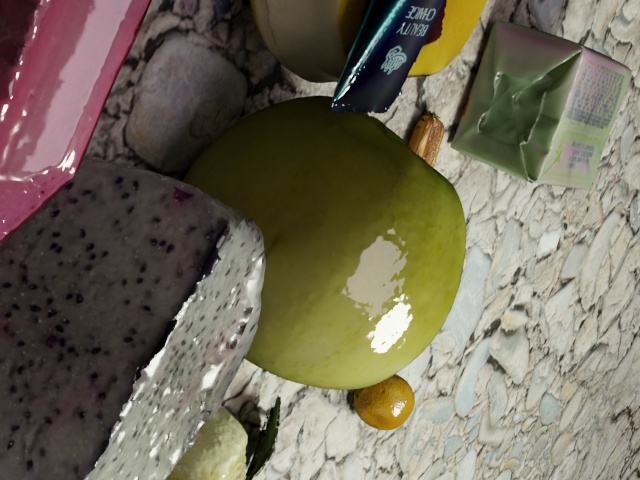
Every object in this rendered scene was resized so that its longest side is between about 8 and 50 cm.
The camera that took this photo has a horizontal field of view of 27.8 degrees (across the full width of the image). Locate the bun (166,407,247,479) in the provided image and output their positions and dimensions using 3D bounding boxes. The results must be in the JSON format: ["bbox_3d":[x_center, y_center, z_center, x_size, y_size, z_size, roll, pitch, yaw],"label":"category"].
[{"bbox_3d":[-0.143,0.268,1.384,0.164,0.111,0.188,-47,150,-63],"label":"bun"}]

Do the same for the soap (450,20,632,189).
[{"bbox_3d":[0.292,-0.174,1.691,0.199,0.138,0.182,3,110,-57],"label":"soap"}]

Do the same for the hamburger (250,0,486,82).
[{"bbox_3d":[0.049,-0.262,1.257,0.295,0.151,0.227,-12,121,-57],"label":"hamburger"}]

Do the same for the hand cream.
[{"bbox_3d":[0.087,-0.236,1.150,0.120,0.061,0.270,-10,129,-62],"label":"hand cream"}]

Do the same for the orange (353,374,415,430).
[{"bbox_3d":[0.083,0.211,1.709,0.085,0.085,0.085,-35,138,-40],"label":"orange"}]

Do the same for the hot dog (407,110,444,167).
[{"bbox_3d":[0.119,-0.100,1.587,0.049,0.037,0.122,14,94,-47],"label":"hot dog"}]

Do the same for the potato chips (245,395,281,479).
[{"bbox_3d":[-0.084,0.276,1.508,0.142,0.026,0.209,-71,-175,-62],"label":"potato chips"}]

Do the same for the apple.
[{"bbox_3d":[0.000,0.000,1.260,0.254,0.292,0.292,-52,150,9],"label":"apple"}]

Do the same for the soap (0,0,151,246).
[{"bbox_3d":[-0.245,-0.132,0.849,0.127,0.220,0.325,12,101,-67],"label":"soap"}]

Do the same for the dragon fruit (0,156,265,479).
[{"bbox_3d":[-0.194,0.073,1.064,0.283,0.221,0.204,-62,169,-10],"label":"dragon fruit"}]
